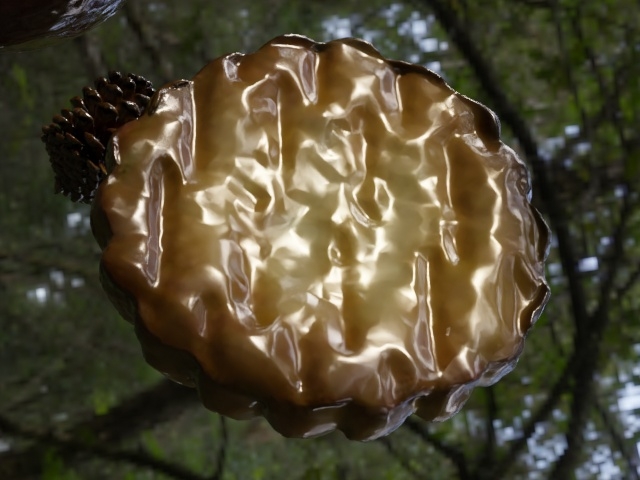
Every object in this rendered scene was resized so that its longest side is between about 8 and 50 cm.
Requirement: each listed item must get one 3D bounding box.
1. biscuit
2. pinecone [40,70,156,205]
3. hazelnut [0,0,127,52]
[{"bbox_3d":[0.000,0.000,1.144,0.107,0.325,0.326,105,-27,-56],"label":"biscuit"},{"bbox_3d":[-0.166,-0.078,1.248,0.102,0.102,0.109,152,-45,-74],"label":"pinecone"},{"bbox_3d":[-0.300,-0.389,1.555,0.353,0.420,0.421,32,43,-66],"label":"hazelnut"}]
